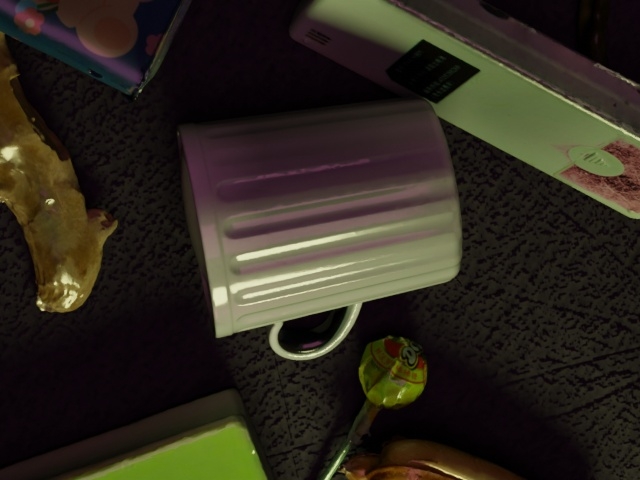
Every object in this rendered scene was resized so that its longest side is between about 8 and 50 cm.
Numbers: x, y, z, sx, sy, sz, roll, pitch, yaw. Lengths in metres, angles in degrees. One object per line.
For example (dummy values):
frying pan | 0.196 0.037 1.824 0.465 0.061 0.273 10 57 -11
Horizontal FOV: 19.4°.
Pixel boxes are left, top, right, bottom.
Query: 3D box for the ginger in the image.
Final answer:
ginger | -0.259 -0.066 1.461 0.131 0.086 0.295 -35 112 -19

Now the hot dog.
hot dog | 0.129 0.222 1.572 0.249 0.076 0.102 22 130 -17

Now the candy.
candy | 0.027 0.161 1.568 0.058 0.062 0.194 28 110 -10

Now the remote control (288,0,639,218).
remote control | 0.147 -0.119 1.454 0.344 0.145 0.050 27 71 -13

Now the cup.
cup | -0.003 -0.015 1.478 0.202 0.221 0.167 -10 72 -6

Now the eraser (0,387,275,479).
eraser | -0.160 0.263 1.552 0.274 0.092 0.210 -21 107 -1

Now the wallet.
wallet | -0.197 -0.207 1.416 0.202 0.059 0.141 27 72 -11

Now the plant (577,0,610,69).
plant | 0.263 -0.254 1.420 0.251 0.180 0.333 37 102 -3
